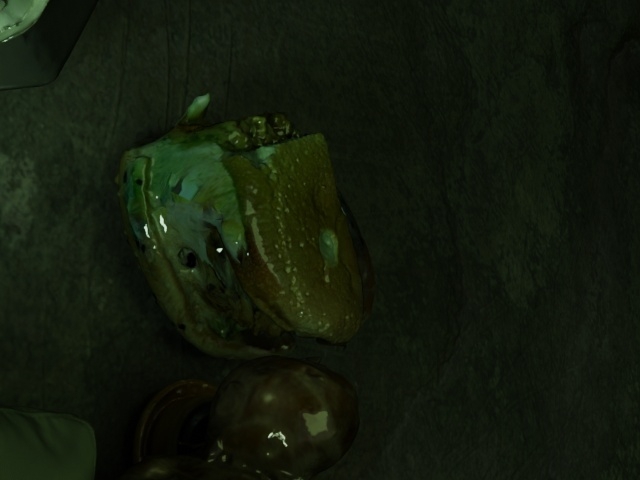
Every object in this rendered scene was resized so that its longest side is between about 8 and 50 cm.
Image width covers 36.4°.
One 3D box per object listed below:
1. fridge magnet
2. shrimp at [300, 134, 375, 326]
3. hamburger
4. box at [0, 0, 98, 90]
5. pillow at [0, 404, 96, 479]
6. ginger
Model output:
[{"bbox_3d":[-0.117,0.203,0.929,0.143,0.063,0.143,18,65,-43],"label":"fridge magnet"},{"bbox_3d":[0.002,0.000,1.160,0.143,0.052,0.251,-32,104,-49],"label":"shrimp"},{"bbox_3d":[-0.085,-0.006,0.955,0.192,0.167,0.288,-15,90,-54],"label":"hamburger"},{"bbox_3d":[-0.273,-0.257,0.770,0.166,0.220,0.291,64,33,-50],"label":"box"},{"bbox_3d":[-0.273,0.265,0.665,0.255,0.119,0.323,22,60,-46],"label":"pillow"},{"bbox_3d":[-0.075,0.291,0.822,0.256,0.176,0.376,-19,120,-52],"label":"ginger"}]
